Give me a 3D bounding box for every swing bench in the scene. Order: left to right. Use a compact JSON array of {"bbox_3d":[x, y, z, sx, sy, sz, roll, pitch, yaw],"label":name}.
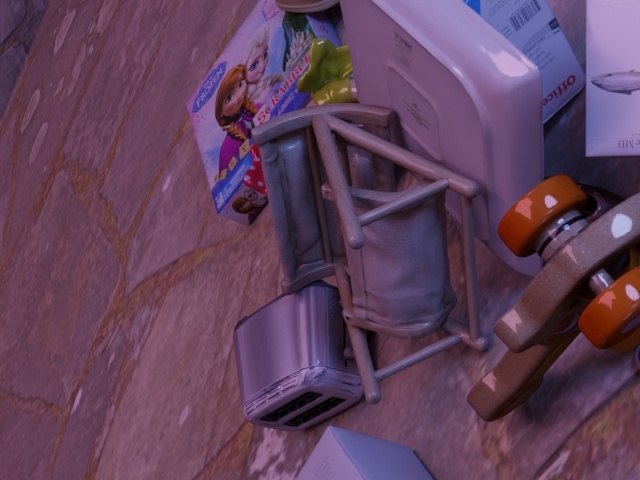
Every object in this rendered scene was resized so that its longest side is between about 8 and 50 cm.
[{"bbox_3d":[0.056,-0.001,1.316,0.254,0.165,0.253,50,157,46],"label":"swing bench"}]

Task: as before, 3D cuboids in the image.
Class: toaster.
[{"bbox_3d":[-0.032,0.161,1.520,0.227,0.129,0.146,-33,50,38],"label":"toaster"}]

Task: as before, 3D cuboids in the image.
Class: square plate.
[{"bbox_3d":[0.121,-0.153,1.253,0.049,0.344,0.347,-32,55,-12],"label":"square plate"}]

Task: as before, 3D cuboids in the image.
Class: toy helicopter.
[{"bbox_3d":[0.250,0.066,1.116,0.140,0.235,0.355,51,142,21],"label":"toy helicopter"}]

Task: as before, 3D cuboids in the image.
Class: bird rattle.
[{"bbox_3d":[0.015,-0.150,1.581,0.207,0.143,0.253,18,71,35],"label":"bird rattle"}]

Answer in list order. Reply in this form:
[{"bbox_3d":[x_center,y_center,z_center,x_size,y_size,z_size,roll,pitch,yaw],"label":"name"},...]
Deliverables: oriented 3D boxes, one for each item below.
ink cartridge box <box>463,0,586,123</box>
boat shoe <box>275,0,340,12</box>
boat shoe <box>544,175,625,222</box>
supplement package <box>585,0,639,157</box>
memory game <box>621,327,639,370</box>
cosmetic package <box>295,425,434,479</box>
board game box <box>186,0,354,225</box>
[{"bbox_3d":[0.201,-0.218,1.303,0.140,0.190,0.082,-42,34,-7],"label":"ink cartridge box"},{"bbox_3d":[0.030,-0.429,1.738,0.285,0.089,0.104,-11,50,38],"label":"boat shoe"},{"bbox_3d":[0.261,-0.039,1.264,0.207,0.073,0.073,10,82,58],"label":"boat shoe"},{"bbox_3d":[0.335,-0.172,1.135,0.105,0.105,0.179,2,94,39],"label":"supplement package"},{"bbox_3d":[0.363,0.051,1.122,0.186,0.012,0.186,-31,50,44],"label":"memory game"},{"bbox_3d":[0.048,0.374,1.281,0.224,0.138,0.224,-59,36,15],"label":"cosmetic package"},{"bbox_3d":[-0.091,-0.244,1.879,0.318,0.066,0.318,-50,37,25],"label":"board game box"}]
